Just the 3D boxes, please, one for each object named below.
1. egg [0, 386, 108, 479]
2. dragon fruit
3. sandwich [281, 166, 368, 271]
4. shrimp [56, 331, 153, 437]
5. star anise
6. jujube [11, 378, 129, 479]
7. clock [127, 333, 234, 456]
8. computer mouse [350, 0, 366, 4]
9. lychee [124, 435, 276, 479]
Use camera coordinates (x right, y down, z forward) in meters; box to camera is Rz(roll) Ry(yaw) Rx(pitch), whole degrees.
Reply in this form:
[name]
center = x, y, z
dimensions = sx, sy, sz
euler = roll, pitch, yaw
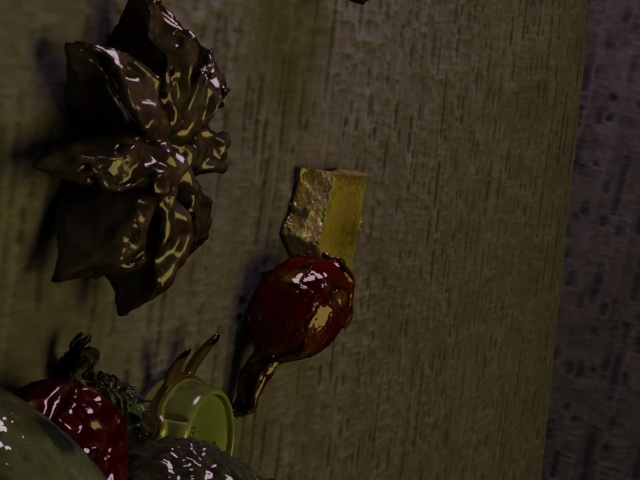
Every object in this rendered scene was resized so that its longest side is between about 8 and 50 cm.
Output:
[egg]
center = -0.278, 0.291, 1.140
dimensions = 0.345, 0.345, 0.428
euler = -31, 111, -63
[dragon fruit]
center = -0.045, 0.118, 1.971
dimensions = 0.125, 0.125, 0.246
euler = 40, 78, -31
[sandwich]
center = 0.000, 0.000, 2.107
dimensions = 0.162, 0.058, 0.193
euler = -3, 102, -66
[shrimp]
center = -0.227, 0.153, 1.614
dimensions = 0.082, 0.076, 0.174
euler = 63, 3, 38
[star anise]
center = -0.173, -0.083, 1.567
dimensions = 0.331, 0.117, 0.332
euler = -31, 126, -56
[jujube]
center = -0.257, 0.217, 1.428
dimensions = 0.230, 0.155, 0.155
euler = -63, 152, -52
[clock]
center = -0.153, 0.223, 1.782
dimensions = 0.170, 0.069, 0.232
euler = -19, 115, -66
[computer mouse]
center = 0.012, -0.427, 1.954
dimensions = 0.168, 0.087, 0.295
euler = -61, 138, -29
[lychee]
center = -0.142, 0.329, 1.595
dimensions = 0.274, 0.255, 0.255
euler = -48, 162, 13
